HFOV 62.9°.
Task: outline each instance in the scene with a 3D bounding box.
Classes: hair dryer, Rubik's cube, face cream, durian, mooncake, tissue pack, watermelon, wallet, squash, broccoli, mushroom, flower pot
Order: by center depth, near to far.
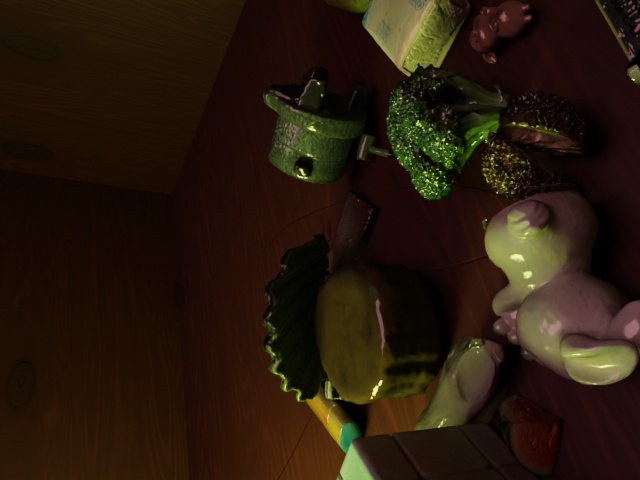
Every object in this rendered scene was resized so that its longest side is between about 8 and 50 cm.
[{"bbox_3d":[0.202,0.531,0.846,0.316,0.318,0.322,45,124,55],"label":"Rubik's cube"},{"bbox_3d":[0.363,0.326,0.879,0.094,0.125,0.136,-32,82,19],"label":"watermelon"},{"bbox_3d":[0.361,-0.156,0.900,0.196,0.167,0.196,-49,14,16],"label":"durian"},{"bbox_3d":[0.258,0.313,1.017,0.109,0.097,0.352,-79,9,-60],"label":"mushroom"},{"bbox_3d":[0.256,-0.227,1.046,0.245,0.265,0.295,0,43,34],"label":"broccoli"},{"bbox_3d":[0.130,0.203,1.196,0.324,0.187,0.325,-15,73,60],"label":"mooncake"},{"bbox_3d":[0.221,-0.543,1.267,0.202,0.124,0.271,-64,34,37],"label":"tissue pack"},{"bbox_3d":[0.158,-0.240,1.407,0.150,0.047,0.071,29,111,49],"label":"hair dryer"},{"bbox_3d":[0.024,0.464,1.422,0.285,0.067,0.140,32,147,59],"label":"face cream"},{"bbox_3d":[0.086,-0.006,1.480,0.133,0.039,0.243,41,119,50],"label":"wallet"},{"bbox_3d":[-0.025,-0.340,1.486,0.299,0.298,0.283,60,138,48],"label":"flower pot"},{"bbox_3d":[0.100,-0.733,1.520,0.247,0.132,0.133,50,127,54],"label":"squash"}]

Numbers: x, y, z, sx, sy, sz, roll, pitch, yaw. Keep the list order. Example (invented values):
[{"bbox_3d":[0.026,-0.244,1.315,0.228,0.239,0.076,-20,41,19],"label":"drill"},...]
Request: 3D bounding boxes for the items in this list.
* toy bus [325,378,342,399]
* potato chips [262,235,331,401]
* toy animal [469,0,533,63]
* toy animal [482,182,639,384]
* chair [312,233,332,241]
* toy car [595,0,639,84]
[{"bbox_3d":[0.062,0.387,1.365,0.058,0.102,0.052,-24,63,61],"label":"toy bus"},{"bbox_3d":[-0.032,0.189,1.337,0.069,0.429,0.359,-7,106,24],"label":"potato chips"},{"bbox_3d":[0.357,-0.422,1.043,0.150,0.089,0.084,-14,49,63],"label":"toy animal"},{"bbox_3d":[0.365,0.075,0.776,0.247,0.182,0.310,79,-177,-59],"label":"toy animal"},{"bbox_3d":[0.000,-0.002,1.636,0.086,0.037,0.042,-34,66,59],"label":"chair"},{"bbox_3d":[0.477,-0.330,0.748,0.101,0.124,0.257,-41,58,51],"label":"toy car"}]
